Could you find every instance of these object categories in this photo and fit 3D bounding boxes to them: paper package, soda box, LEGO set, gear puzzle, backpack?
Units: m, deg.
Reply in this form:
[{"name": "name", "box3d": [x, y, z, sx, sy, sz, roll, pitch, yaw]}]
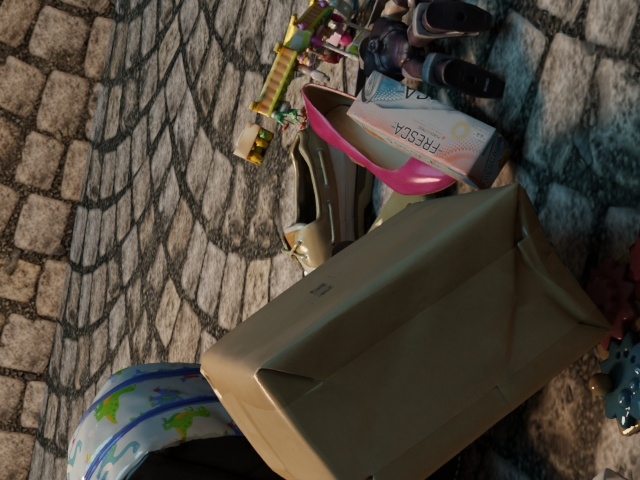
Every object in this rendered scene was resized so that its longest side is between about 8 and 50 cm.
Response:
[{"name": "paper package", "box3d": [0.067, 0.097, 1.361, 0.168, 0.309, 0.325, 55, 168, -6]}, {"name": "soda box", "box3d": [0.120, -0.121, 1.564, 0.183, 0.058, 0.063, 30, 87, 35]}, {"name": "LEGO set", "box3d": [-0.006, -0.217, 1.862, 0.132, 0.107, 0.287, 103, -167, -58]}, {"name": "gear puzzle", "box3d": [0.319, 0.029, 1.195, 0.339, 0.044, 0.176, 127, 143, -48]}, {"name": "backpack", "box3d": [-0.116, 0.276, 1.641, 0.273, 0.355, 0.290, 46, 123, 36]}]

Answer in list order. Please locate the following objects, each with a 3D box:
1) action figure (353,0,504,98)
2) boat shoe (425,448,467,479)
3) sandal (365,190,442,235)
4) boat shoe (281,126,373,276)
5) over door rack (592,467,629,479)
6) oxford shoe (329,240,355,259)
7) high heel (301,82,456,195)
[{"name": "action figure", "box3d": [0.115, -0.222, 1.685, 0.285, 0.099, 0.185, -159, 71, -70]}, {"name": "boat shoe", "box3d": [0.042, 0.376, 1.416, 0.156, 0.187, 0.500, 7, 50, 37]}, {"name": "sandal", "box3d": [0.052, 0.054, 1.712, 0.120, 0.086, 0.303, 43, 121, 44]}, {"name": "boat shoe", "box3d": [0.000, 0.000, 1.855, 0.113, 0.103, 0.302, 161, 114, -64]}, {"name": "over door rack", "box3d": [0.228, 0.394, 1.214, 0.239, 0.108, 0.324, -51, 24, 40]}, {"name": "oxford shoe", "box3d": [0.064, 0.101, 1.634, 0.212, 0.076, 0.076, 62, 150, 10]}, {"name": "high heel", "box3d": [0.070, -0.126, 1.651, 0.082, 0.117, 0.244, -48, 33, -6]}]
